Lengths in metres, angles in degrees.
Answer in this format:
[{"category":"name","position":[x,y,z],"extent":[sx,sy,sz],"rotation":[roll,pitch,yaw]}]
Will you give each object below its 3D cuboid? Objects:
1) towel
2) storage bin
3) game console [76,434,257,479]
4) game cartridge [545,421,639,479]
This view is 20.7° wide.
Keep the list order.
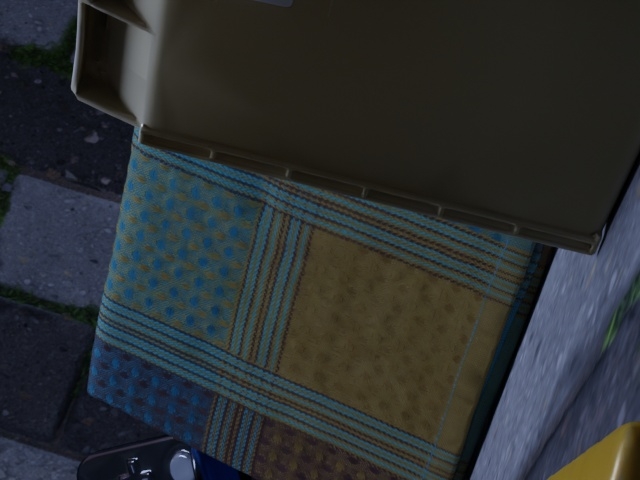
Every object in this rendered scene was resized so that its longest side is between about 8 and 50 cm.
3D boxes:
[{"category":"towel","position":[0.000,0.000,1.061],"extent":[0.040,0.271,0.370],"rotation":[-43,-27,-53]},{"category":"storage bin","position":[0.039,-0.144,0.747],"extent":[0.262,0.260,0.123],"rotation":[106,178,-51]},{"category":"game console","position":[-0.101,0.295,1.312],"extent":[0.173,0.250,0.293],"rotation":[-11,-95,-57]},{"category":"game cartridge","position":[0.031,0.227,0.467],"extent":[0.285,0.053,0.323],"rotation":[102,-173,-74]}]
